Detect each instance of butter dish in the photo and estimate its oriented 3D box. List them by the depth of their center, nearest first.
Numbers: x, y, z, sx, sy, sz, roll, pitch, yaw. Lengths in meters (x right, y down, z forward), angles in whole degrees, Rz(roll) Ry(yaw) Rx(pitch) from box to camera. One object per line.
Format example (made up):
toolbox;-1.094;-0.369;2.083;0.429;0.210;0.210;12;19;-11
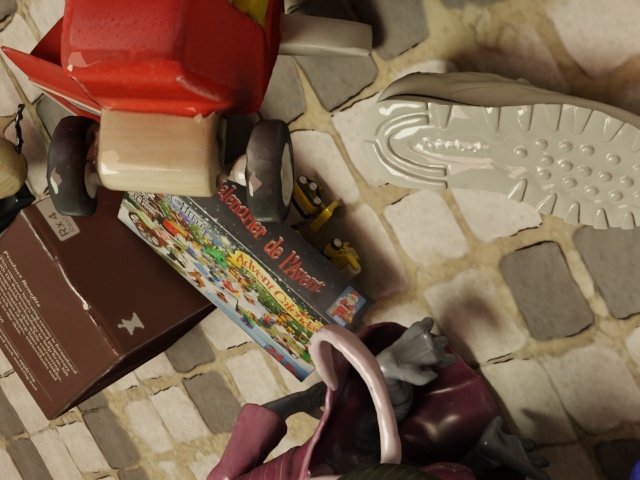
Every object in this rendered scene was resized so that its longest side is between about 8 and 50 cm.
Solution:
butter dish;-0.171;-0.157;1.193;0.160;0.118;0.160;25;173;30

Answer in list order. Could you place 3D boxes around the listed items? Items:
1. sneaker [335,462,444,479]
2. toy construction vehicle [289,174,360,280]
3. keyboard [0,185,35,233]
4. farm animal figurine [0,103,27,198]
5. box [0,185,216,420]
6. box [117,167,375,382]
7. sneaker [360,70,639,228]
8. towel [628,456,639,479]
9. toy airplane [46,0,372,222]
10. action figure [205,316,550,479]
sneaker;0.193;0.333;0.907;0.447;0.169;0.257;30;160;34
toy construction vehicle;0.000;0.000;1.171;0.098;0.035;0.086;55;138;14
keyboard;-0.424;-0.008;1.619;0.317;0.033;0.202;-32;90;52
farm animal figurine;-0.476;-0.040;1.492;0.330;0.327;0.172;25;175;40
box;-0.217;0.045;1.322;0.168;0.167;0.203;56;141;4
box;-0.072;0.015;1.174;0.233;0.044;0.159;42;156;3
sneaker;0.149;-0.076;0.925;0.235;0.095;0.090;15;122;17
towel;0.293;0.256;0.916;0.228;0.076;0.308;48;165;21
toy airplane;-0.070;-0.193;0.883;0.384;0.386;0.272;23;121;48
action figure;-0.004;0.236;1.126;0.370;0.275;0.248;-32;73;26
